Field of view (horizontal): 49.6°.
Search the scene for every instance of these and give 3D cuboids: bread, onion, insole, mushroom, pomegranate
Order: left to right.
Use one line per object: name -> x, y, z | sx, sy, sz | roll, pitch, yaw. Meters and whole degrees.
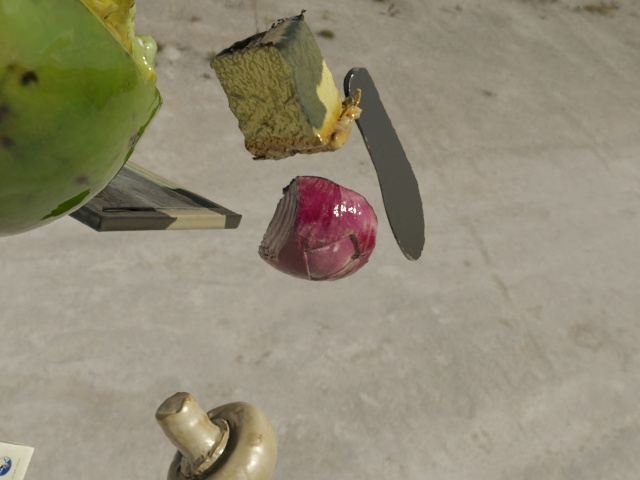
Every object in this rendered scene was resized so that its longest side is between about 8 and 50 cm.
pomegranate -> -0.244, -0.125, 0.471 | 0.260, 0.261, 0.340 | 2, -5, -21
mushroom -> -0.167, 0.347, 1.128 | 0.206, 0.209, 0.206 | -6, 41, 5
bread -> -0.046, -0.156, 0.770 | 0.152, 0.147, 0.127 | -17, 25, 25
onion -> 0.000, 0.000, 1.539 | 0.247, 0.250, 0.111 | 24, 22, -4
insole -> 0.099, -0.105, 1.008 | 0.012, 0.310, 0.110 | -2, 37, 37

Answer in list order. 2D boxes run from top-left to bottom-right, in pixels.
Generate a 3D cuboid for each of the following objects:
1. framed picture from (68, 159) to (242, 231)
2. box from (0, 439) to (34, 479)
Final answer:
framed picture -> -0.381, -0.113, 1.059 | 0.446, 0.028, 0.326 | 25, 12, 21
box -> -0.385, 0.264, 0.817 | 0.024, 0.054, 0.083 | 4, -20, 29
